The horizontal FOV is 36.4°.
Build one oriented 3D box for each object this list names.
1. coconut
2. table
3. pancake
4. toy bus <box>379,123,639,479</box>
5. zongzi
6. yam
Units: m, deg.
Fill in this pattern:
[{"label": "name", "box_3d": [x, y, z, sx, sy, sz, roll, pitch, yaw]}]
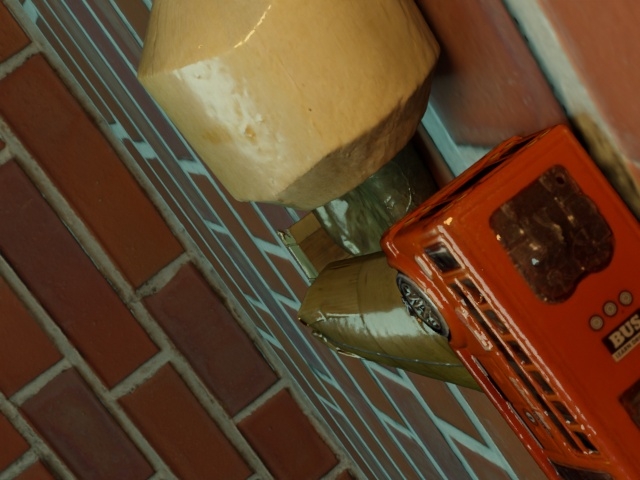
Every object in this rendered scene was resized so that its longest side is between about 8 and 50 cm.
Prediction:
[{"label": "coconut", "box_3d": [-0.030, -0.142, 0.696, 0.222, 0.202, 0.202, 55, 168, -16]}, {"label": "table", "box_3d": [0.000, 0.000, 1.266, 0.083, 0.079, 0.062, 55, 166, -7]}, {"label": "pancake", "box_3d": [0.034, -0.056, 1.072, 0.222, 0.042, 0.236, 58, 164, -4]}, {"label": "toy bus", "box_3d": [0.195, 0.088, 0.662, 0.329, 0.143, 0.153, 54, 168, -3]}, {"label": "zongzi", "box_3d": [0.132, 0.098, 0.888, 0.228, 0.115, 0.256, -17, 125, 43]}, {"label": "yam", "box_3d": [0.063, -0.065, 0.888, 0.299, 0.066, 0.066, 58, 166, -27]}]
